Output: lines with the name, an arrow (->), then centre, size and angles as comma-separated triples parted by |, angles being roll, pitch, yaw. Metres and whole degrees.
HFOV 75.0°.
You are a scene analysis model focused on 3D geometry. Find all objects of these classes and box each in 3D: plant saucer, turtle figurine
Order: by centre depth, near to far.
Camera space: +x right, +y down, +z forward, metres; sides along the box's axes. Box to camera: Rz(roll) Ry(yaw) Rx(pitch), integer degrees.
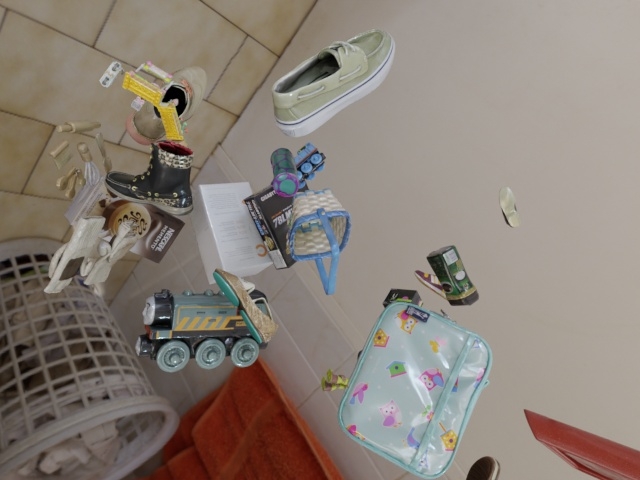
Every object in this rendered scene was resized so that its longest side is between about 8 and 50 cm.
plant saucer -> 0.557, 0.431, 0.795 | 0.259, 0.258, 0.048 | 39, 71, -30
turtle figurine -> 0.118, 0.584, 1.690 | 0.217, 0.087, 0.269 | 11, 146, -17

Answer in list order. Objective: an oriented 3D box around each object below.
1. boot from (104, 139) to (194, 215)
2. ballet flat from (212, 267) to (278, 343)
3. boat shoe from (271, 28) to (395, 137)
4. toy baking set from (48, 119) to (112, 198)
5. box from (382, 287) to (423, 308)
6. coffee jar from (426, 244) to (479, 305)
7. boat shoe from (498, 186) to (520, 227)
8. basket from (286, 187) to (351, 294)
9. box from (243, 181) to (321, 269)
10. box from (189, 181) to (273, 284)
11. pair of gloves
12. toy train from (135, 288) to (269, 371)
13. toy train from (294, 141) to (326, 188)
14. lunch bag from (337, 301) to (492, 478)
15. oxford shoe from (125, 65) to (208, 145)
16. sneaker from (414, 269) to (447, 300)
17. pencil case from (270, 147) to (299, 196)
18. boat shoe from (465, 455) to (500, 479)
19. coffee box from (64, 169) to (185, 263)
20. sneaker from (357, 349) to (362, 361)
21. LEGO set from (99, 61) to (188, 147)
boot -> -0.427, -0.177, 1.052 | 0.085, 0.236, 0.179 | -69, 179, -54
ballet flat -> -0.169, 0.141, 0.971 | 0.067, 0.206, 0.073 | -33, 177, -28
boat shoe -> 0.034, -0.308, 0.764 | 0.302, 0.109, 0.094 | -46, 154, -18
toy baking set -> -0.620, -0.218, 1.083 | 0.256, 0.030, 0.197 | -78, -176, -66
box -> 0.223, 0.170, 1.126 | 0.062, 0.083, 0.052 | -52, 123, -33
coffee jar -> 0.403, 0.111, 1.266 | 0.079, 0.184, 0.096 | -27, -179, -22
boat shoe -> 0.595, -0.105, 1.321 | 0.049, 0.133, 0.042 | -18, 180, 8
basket -> 0.000, 0.000, 1.330 | 0.201, 0.289, 0.255 | -13, 142, -15
box -> -0.121, -0.084, 1.602 | 0.073, 0.293, 0.295 | -9, -161, 38
box -> -0.353, -0.033, 1.618 | 0.215, 0.345, 0.168 | -10, 165, -38
pair of gloves -> -0.547, 0.035, 1.023 | 0.204, 0.042, 0.240 | -54, 174, 2
toy train -> -0.284, 0.216, 1.055 | 0.333, 0.142, 0.190 | 5, 93, -29
toy train -> -0.066, -0.274, 1.549 | 0.184, 0.105, 0.080 | -42, 156, -7
lunch bag -> 0.177, 0.261, 0.764 | 0.279, 0.224, 0.108 | -62, 161, -12
oxford shoe -> -0.443, -0.450, 1.322 | 0.146, 0.397, 0.140 | -18, 129, 37
sneaker -> 0.458, 0.158, 1.630 | 0.084, 0.185, 0.069 | -52, 154, -3
pencil case -> -0.090, -0.168, 1.021 | 0.064, 0.152, 0.070 | 26, 118, -24
boat shoe -> 0.561, 0.854, 1.444 | 0.095, 0.095, 0.257 | 17, 111, -15
coffee box -> -0.615, -0.069, 1.331 | 0.297, 0.119, 0.168 | 35, 85, -43
sneaker -> 0.182, 0.414, 1.232 | 0.082, 0.209, 0.069 | -18, 163, -34
LEGO set -> -0.425, -0.367, 1.115 | 0.132, 0.107, 0.287 | -22, 127, 30
